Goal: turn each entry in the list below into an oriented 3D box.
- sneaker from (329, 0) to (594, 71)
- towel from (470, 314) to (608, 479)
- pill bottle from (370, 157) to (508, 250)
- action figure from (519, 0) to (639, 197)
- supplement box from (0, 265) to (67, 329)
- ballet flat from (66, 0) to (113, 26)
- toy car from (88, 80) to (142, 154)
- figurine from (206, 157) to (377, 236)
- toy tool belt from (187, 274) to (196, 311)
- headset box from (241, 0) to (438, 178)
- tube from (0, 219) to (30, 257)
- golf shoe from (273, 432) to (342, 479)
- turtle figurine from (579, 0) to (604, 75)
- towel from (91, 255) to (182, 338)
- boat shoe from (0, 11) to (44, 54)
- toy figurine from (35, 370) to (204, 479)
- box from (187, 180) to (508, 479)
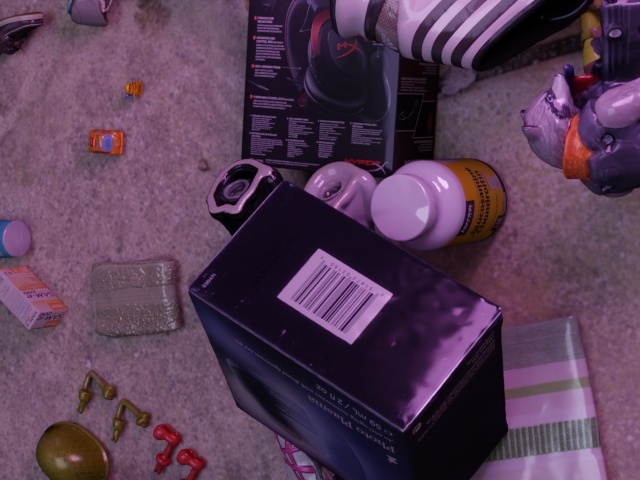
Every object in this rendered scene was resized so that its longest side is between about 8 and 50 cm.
[{"bbox_3d":[0.216,-0.373,1.618,0.258,0.169,0.447,24,80,15],"label":"sneaker"},{"bbox_3d":[0.222,0.267,1.770,0.248,0.038,0.324,-13,85,30],"label":"towel"},{"bbox_3d":[0.134,-0.042,1.710,0.103,0.184,0.103,3,96,31],"label":"pill bottle"},{"bbox_3d":[0.360,-0.145,1.506,0.330,0.178,0.341,-5,134,17],"label":"action figure"},{"bbox_3d":[-0.417,0.081,2.123,0.098,0.062,0.036,42,112,21],"label":"supplement box"},{"bbox_3d":[-0.289,-0.393,2.016,0.068,0.072,0.213,15,104,1],"label":"ballet flat"},{"bbox_3d":[-0.289,-0.169,2.038,0.060,0.040,0.122,26,107,27],"label":"toy car"},{"bbox_3d":[0.000,0.000,1.806,0.215,0.209,0.092,3,54,32],"label":"figurine"},{"bbox_3d":[-0.135,0.061,1.958,0.083,0.052,0.051,-18,93,30],"label":"toy tool belt"},{"bbox_3d":[0.027,-0.228,1.802,0.218,0.110,0.293,6,97,30],"label":"headset box"},{"bbox_3d":[-0.514,-0.003,2.186,0.207,0.052,0.080,1,90,36],"label":"tube"},{"bbox_3d":[-0.024,0.279,1.899,0.086,0.067,0.186,-46,72,27],"label":"golf shoe"},{"bbox_3d":[0.314,-0.286,1.638,0.270,0.087,0.217,-26,80,30],"label":"turtle figurine"},{"bbox_3d":[-0.255,0.079,2.046,0.148,0.027,0.110,-5,92,31],"label":"towel"},{"bbox_3d":[-0.444,-0.287,2.118,0.152,0.056,0.049,-12,93,41],"label":"boat shoe"},{"bbox_3d":[-0.291,0.348,1.979,0.362,0.217,0.191,38,112,22],"label":"toy figurine"},{"bbox_3d":[0.040,0.137,1.658,0.296,0.294,0.182,32,69,25],"label":"box"}]
